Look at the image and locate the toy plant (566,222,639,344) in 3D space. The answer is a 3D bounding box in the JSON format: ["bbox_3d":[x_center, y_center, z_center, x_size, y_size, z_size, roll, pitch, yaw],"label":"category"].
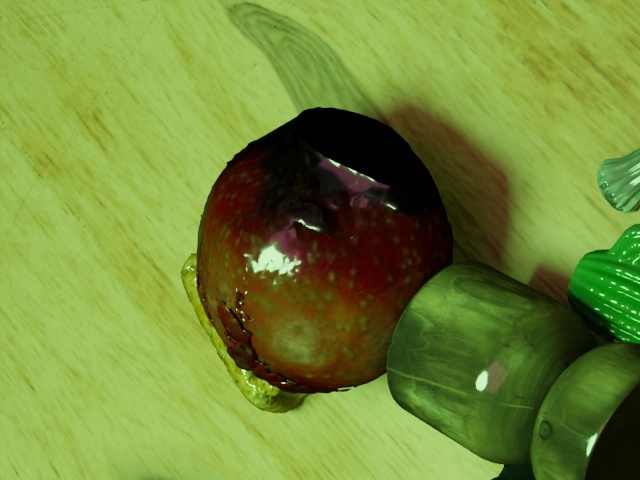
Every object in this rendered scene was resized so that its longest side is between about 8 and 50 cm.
[{"bbox_3d":[0.355,0.094,1.549,0.240,0.088,0.154,49,125,14],"label":"toy plant"}]

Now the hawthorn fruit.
[{"bbox_3d":[0.008,0.010,1.664,0.316,0.316,0.316,-2,87,34],"label":"hawthorn fruit"}]

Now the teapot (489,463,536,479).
[{"bbox_3d":[0.250,0.280,1.616,0.177,0.087,0.096,-6,114,32],"label":"teapot"}]

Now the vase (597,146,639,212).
[{"bbox_3d":[0.353,-0.085,1.563,0.149,0.081,0.081,-35,69,32],"label":"vase"}]

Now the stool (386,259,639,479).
[{"bbox_3d":[0.217,0.149,1.537,0.264,0.179,0.179,30,104,41],"label":"stool"}]

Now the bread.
[{"bbox_3d":[-0.088,0.105,1.829,0.083,0.114,0.211,-35,68,10],"label":"bread"}]
